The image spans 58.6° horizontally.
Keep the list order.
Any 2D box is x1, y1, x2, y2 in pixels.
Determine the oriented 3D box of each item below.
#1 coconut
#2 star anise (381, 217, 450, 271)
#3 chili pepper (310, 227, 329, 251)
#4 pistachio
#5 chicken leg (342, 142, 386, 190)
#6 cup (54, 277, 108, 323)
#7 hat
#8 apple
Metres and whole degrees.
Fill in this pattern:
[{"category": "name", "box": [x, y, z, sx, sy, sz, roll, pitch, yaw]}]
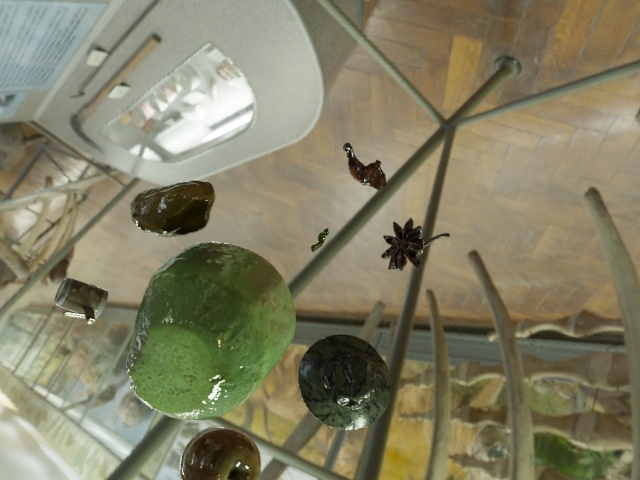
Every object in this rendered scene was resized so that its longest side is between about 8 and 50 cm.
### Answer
[{"category": "coconut", "box": [-0.196, 0.161, 1.049, 0.281, 0.329, 0.328, 3, 153, 14]}, {"category": "star anise", "box": [0.275, 0.027, 1.725, 0.073, 0.177, 0.234, 19, -174, -34]}, {"category": "chili pepper", "box": [0.000, 0.000, 1.422, 0.022, 0.083, 0.027, -15, 119, 44]}, {"category": "pistachio", "box": [-0.275, -0.053, 1.052, 0.189, 0.110, 0.100, -6, 101, 25]}, {"category": "chicken leg", "box": [0.126, -0.203, 1.635, 0.053, 0.093, 0.205, 15, 176, 40]}, {"category": "cup", "box": [-0.561, 0.146, 1.327, 0.099, 0.102, 0.074, 27, 141, -31]}, {"category": "hat", "box": [0.076, 0.364, 1.480, 0.265, 0.266, 0.128, 27, 162, -2]}, {"category": "apple", "box": [-0.245, 0.545, 1.383, 0.173, 0.188, 0.188, 4, 150, 47]}]
